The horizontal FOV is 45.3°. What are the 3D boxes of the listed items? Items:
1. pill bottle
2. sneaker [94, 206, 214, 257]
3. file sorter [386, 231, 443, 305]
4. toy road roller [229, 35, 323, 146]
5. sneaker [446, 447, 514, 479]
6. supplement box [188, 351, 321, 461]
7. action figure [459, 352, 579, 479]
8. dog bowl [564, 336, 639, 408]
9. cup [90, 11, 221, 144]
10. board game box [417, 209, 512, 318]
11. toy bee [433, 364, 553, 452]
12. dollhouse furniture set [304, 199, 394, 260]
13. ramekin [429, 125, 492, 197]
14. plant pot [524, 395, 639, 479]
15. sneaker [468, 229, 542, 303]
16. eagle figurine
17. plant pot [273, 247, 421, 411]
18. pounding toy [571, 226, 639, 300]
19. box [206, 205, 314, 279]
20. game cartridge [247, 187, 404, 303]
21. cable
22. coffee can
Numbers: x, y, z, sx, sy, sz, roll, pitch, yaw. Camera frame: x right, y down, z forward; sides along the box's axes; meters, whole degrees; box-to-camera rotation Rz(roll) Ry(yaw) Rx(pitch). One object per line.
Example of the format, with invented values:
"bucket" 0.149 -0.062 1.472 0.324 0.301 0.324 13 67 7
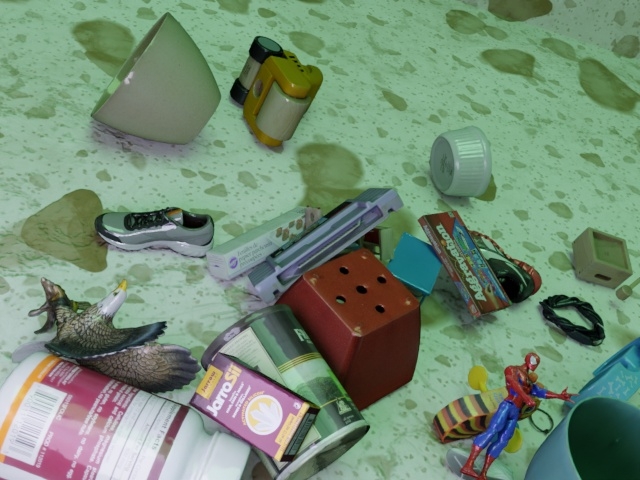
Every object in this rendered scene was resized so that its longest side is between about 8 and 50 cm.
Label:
"pill bottle" -0.325 0.348 1.242 0.392 0.224 0.224 22 40 -1
"sneaker" -0.371 -0.037 1.740 0.271 0.108 0.100 5 45 -17
"file sorter" 0.216 0.086 1.868 0.118 0.104 0.170 26 40 5
"toy road roller" -0.093 -0.429 2.234 0.240 0.202 0.329 6 40 -35
"sneaker" 0.323 0.459 1.551 0.152 0.054 0.061 29 32 -2
"supplement box" -0.109 0.277 1.279 0.188 0.081 0.104 26 83 20
"action figure" 0.390 0.346 1.483 0.091 0.139 0.280 40 67 -32
"dog bowl" 0.686 0.324 1.781 0.297 0.166 0.074 -25 70 -41
"cup" -0.401 -0.383 1.990 0.237 0.331 0.331 37 35 -23
"board game box" 0.357 0.053 1.893 0.145 0.027 0.281 -10 65 -44
"toy bee" 0.389 0.338 1.625 0.298 0.162 0.195 -20 53 -39
"dollhouse furniture set" 0.067 -0.021 1.834 0.129 0.129 0.183 -10 11 -32
"ramekin" 0.400 -0.226 2.226 0.109 0.207 0.207 -5 46 -17
"plant pot" 0.525 0.484 1.455 0.293 0.235 0.293 16 43 -15
"sneaker" 0.436 0.070 1.989 0.276 0.098 0.135 35 39 13
"eagle figurine" -0.395 0.178 1.397 0.298 0.225 0.226 34 31 24
"plant pot" 0.053 0.176 1.582 0.267 0.236 0.267 -22 56 -35
"pounding toy" 0.814 0.091 2.149 0.181 0.094 0.206 17 49 -13
"box" -0.130 0.000 1.825 0.067 0.063 0.324 8 26 40
"game cartridge" 0.000 0.000 1.670 0.355 0.230 0.068 -36 103 -6
"cable" 0.657 0.193 1.993 0.184 0.047 0.150 27 40 6
"coffee can" -0.067 0.287 1.418 0.201 0.201 0.275 -18 63 -38
